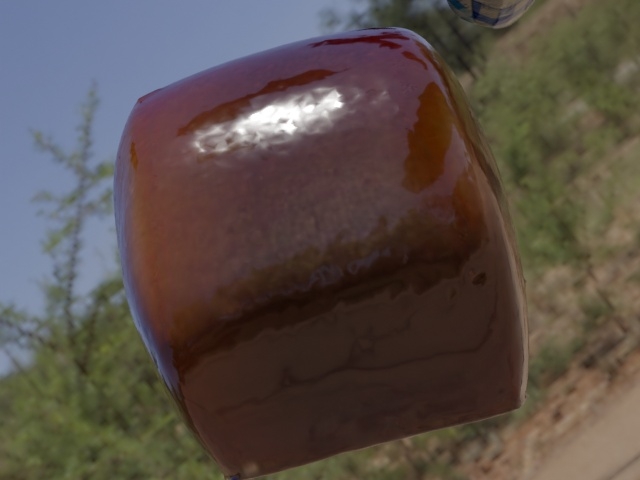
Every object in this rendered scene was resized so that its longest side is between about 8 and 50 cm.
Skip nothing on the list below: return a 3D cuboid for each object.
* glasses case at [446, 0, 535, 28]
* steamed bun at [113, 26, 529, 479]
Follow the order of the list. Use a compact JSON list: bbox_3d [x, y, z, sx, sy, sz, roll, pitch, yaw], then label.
[{"bbox_3d":[0.089,-0.222,0.713,0.327,0.076,0.125,73,-142,-64],"label":"glasses case"},{"bbox_3d":[0.000,0.000,0.957,0.235,0.248,0.379,-16,-2,3],"label":"steamed bun"}]
